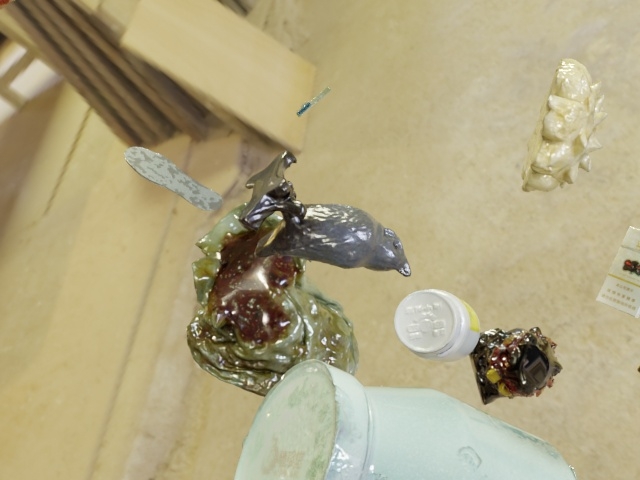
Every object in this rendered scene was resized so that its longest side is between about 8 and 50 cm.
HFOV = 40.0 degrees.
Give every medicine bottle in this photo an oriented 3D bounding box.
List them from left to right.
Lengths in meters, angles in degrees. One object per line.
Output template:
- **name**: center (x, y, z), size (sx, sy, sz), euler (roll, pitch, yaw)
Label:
- **medicine bottle**: center (0.078, 0.263, 0.885), size (0.245, 0.290, 0.245), euler (-46, 27, 32)
- **medicine bottle**: center (0.235, 0.173, 1.771), size (0.144, 0.258, 0.143), euler (-3, 81, 19)

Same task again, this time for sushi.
- **sushi**: center (0.427, 0.261, 1.873), size (0.172, 0.153, 0.150), euler (-15, -1, -7)

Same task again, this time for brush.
- **brush**: center (-0.015, -0.272, 1.713), size (0.084, 0.013, 0.016), euler (-39, 39, 0)

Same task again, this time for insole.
- **insole**: center (-0.236, -0.098, 1.394), size (0.065, 0.193, 0.006), euler (-39, -26, -46)

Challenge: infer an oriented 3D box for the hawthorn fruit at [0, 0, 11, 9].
- **hawthorn fruit**: center (-0.366, -0.361, 0.844), size (0.165, 0.285, 0.165), euler (-5, 28, 3)

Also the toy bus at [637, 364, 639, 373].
- **toy bus**: center (0.620, 0.241, 1.468), size (0.162, 0.074, 0.069), euler (41, 117, 29)

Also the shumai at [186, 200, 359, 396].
- **shumai**: center (-0.067, 0.097, 1.527), size (0.292, 0.330, 0.288), euler (-22, -47, -68)

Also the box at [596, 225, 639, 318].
- **box**: center (0.631, 0.063, 1.768), size (0.090, 0.024, 0.166), euler (26, 93, 39)

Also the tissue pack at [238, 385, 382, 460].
- **tissue pack**: center (0.012, 0.310, 1.162), size (0.222, 0.186, 0.090), euler (-24, 41, -16)

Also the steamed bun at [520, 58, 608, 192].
- **steamed bun**: center (0.509, -0.229, 1.807), size (0.137, 0.295, 0.292), euler (15, 73, 10)

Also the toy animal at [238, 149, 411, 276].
- **toy animal**: center (0.002, 0.004, 1.011), size (0.117, 0.210, 0.121), euler (-52, 15, 14)
